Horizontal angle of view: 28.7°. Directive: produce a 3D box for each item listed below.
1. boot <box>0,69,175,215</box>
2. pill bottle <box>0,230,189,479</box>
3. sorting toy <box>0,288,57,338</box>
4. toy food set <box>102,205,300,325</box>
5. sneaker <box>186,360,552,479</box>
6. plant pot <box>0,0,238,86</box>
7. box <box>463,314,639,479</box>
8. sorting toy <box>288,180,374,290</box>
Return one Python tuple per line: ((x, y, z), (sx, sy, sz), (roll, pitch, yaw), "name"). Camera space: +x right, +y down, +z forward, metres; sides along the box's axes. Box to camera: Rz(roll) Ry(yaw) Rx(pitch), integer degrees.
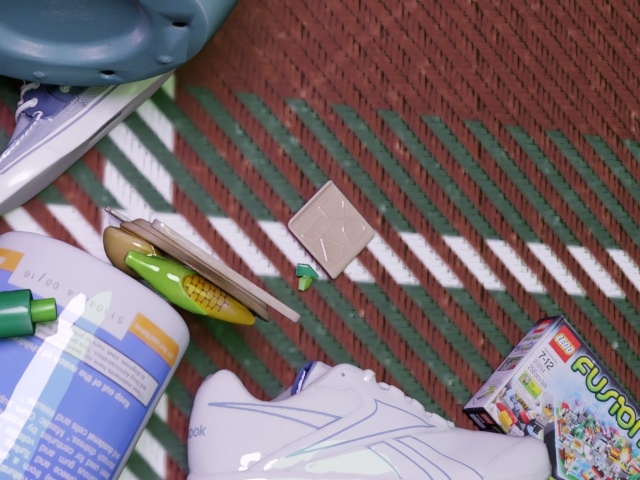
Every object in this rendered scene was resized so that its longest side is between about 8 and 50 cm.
((-0.198, -0.101, 0.910), (0.086, 0.069, 0.190), (46, 59, -3), "boot")
((-0.209, 0.143, 0.810), (0.152, 0.152, 0.272), (33, 69, -16), "pill bottle")
((-0.205, -0.091, 0.680), (0.126, 0.127, 0.365), (-6, 115, -7), "sorting toy")
((-0.095, 0.027, 0.865), (0.132, 0.192, 0.038), (35, 83, -17), "toy food set")
((0.040, 0.153, 0.941), (0.297, 0.111, 0.129), (3, 73, -21), "sneaker")
((-0.158, -0.241, 0.800), (0.293, 0.293, 0.235), (8, 69, -22), "plant pot")
((0.226, 0.177, 1.059), (0.207, 0.036, 0.114), (48, 66, -9), "box")
((0.000, 0.000, 1.002), (0.083, 0.012, 0.062), (-46, 105, -27), "sorting toy")
